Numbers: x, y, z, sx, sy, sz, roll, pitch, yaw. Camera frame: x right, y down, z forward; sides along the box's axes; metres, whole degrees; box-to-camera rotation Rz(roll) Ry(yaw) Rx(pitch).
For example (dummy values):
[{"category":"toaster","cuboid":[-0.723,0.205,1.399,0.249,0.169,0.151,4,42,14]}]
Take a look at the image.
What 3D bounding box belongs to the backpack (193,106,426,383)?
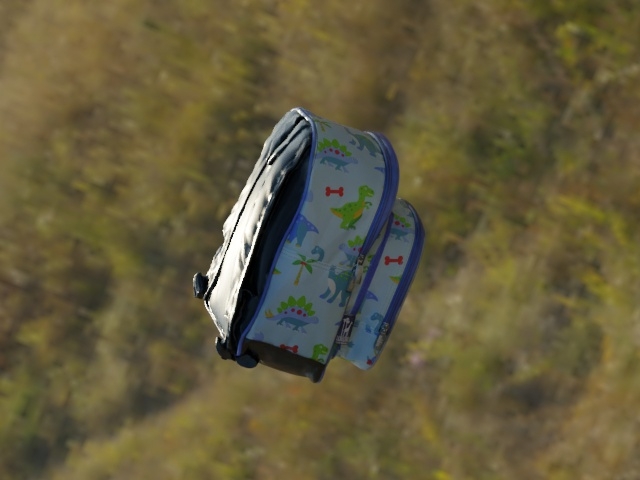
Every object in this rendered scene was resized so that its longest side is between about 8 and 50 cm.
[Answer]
[{"category":"backpack","cuboid":[0.000,0.000,0.902,0.105,0.084,0.114,-123,51,-68]}]
